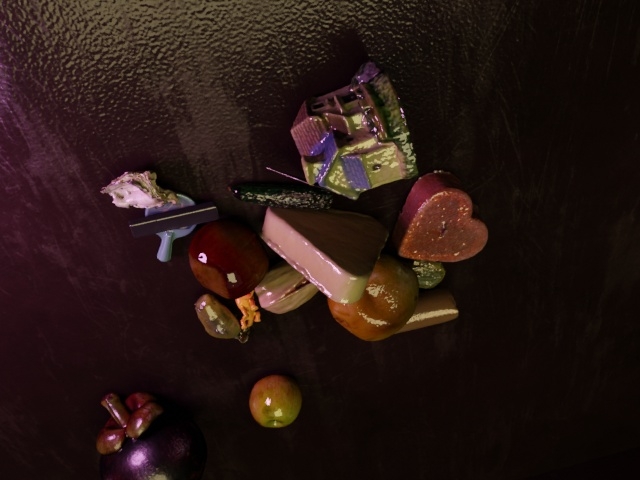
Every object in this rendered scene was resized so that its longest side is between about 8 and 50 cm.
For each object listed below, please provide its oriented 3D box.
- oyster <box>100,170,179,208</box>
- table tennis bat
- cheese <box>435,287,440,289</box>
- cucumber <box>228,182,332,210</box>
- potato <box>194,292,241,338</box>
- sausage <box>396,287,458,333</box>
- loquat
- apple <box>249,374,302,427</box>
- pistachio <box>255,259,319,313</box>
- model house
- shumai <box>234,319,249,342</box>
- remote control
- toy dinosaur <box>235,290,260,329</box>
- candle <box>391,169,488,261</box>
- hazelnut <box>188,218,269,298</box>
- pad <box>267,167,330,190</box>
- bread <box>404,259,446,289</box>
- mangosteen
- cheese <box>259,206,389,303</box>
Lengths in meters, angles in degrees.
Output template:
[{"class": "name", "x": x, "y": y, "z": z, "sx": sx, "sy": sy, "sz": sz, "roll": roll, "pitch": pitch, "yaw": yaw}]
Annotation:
[{"class": "oyster", "x": -0.473, "y": -0.133, "z": 1.670, "sx": 0.191, "sy": 0.081, "sz": 0.163, "roll": 26, "pitch": 144, "yaw": -25}, {"class": "table tennis bat", "x": -0.428, "y": -0.038, "z": 1.784, "sx": 0.149, "sy": 0.038, "sz": 0.237, "roll": 7, "pitch": 124, "yaw": -21}, {"class": "cheese", "x": 0.376, "y": 0.225, "z": 2.219, "sx": 0.086, "sy": 0.036, "sz": 0.162, "roll": 17, "pitch": 124, "yaw": -28}, {"class": "cucumber", "x": -0.113, "y": -0.126, "z": 1.773, "sx": 0.294, "sy": 0.067, "sz": 0.067, "roll": 3, "pitch": 128, "yaw": -17}, {"class": "potato", "x": -0.330, "y": 0.245, "z": 1.992, "sx": 0.105, "sy": 0.085, "sz": 0.188, "roll": -26, "pitch": 121, "yaw": 4}, {"class": "sausage", "x": 0.338, "y": 0.238, "z": 2.135, "sx": 0.253, "sy": 0.123, "sz": 0.123, "roll": -14, "pitch": 132, "yaw": 11}, {"class": "loquat", "x": 0.166, "y": 0.171, "z": 1.982, "sx": 0.276, "sy": 0.276, "sz": 0.283, "roll": 37, "pitch": 90, "yaw": -36}, {"class": "apple", "x": -0.162, "y": 0.591, "z": 2.295, "sx": 0.196, "sy": 0.196, "sz": 0.195, "roll": -7, "pitch": 131, "yaw": -9}, {"class": "pistachio", "x": -0.089, "y": 0.132, "z": 1.936, "sx": 0.230, "sy": 0.157, "sz": 0.157, "roll": -31, "pitch": 131, "yaw": 3}, {"class": "model house", "x": 0.066, "y": -0.266, "z": 1.548, "sx": 0.267, "sy": 0.321, "sz": 0.261, "roll": -20, "pitch": 125, "yaw": 4}, {"class": "shumai", "x": -0.269, "y": 0.312, "z": 2.091, "sx": 0.082, "sy": 0.080, "sz": 0.083, "roll": -37, "pitch": 129, "yaw": 19}, {"class": "remote control", "x": -0.405, "y": -0.056, "z": 1.745, "sx": 0.245, "sy": 0.025, "sz": 0.063, "roll": -14, "pitch": 129, "yaw": -6}, {"class": "toy dinosaur", "x": -0.235, "y": 0.187, "z": 1.973, "sx": 0.071, "sy": 0.117, "sz": 0.288, "roll": -19, "pitch": 149, "yaw": -16}, {"class": "candle", "x": 0.353, "y": -0.043, "z": 1.927, "sx": 0.287, "sy": 0.131, "sz": 0.317, "roll": -27, "pitch": 130, "yaw": 12}, {"class": "hazelnut", "x": -0.262, "y": 0.046, "z": 1.795, "sx": 0.230, "sy": 0.229, "sz": 0.229, "roll": -7, "pitch": 131, "yaw": -9}, {"class": "pad", "x": -0.020, "y": -0.151, "z": 1.667, "sx": 0.235, "sy": 0.158, "sz": 0.003, "roll": 8, "pitch": 103, "yaw": -59}, {"class": "bread", "x": 0.337, "y": 0.105, "z": 2.087, "sx": 0.156, "sy": 0.064, "sz": 0.117, "roll": 7, "pitch": 126, "yaw": -22}, {"class": "mangosteen", "x": -0.596, "y": 0.718, "z": 2.196, "sx": 0.383, "sy": 0.382, "sz": 0.434, "roll": -15, "pitch": 99, "yaw": -2}, {"class": "cheese", "x": 0.000, "y": -0.001, "z": 1.793, "sx": 0.384, "sy": 0.384, "sz": 0.104, "roll": 8, "pitch": 121, "yaw": -21}]
